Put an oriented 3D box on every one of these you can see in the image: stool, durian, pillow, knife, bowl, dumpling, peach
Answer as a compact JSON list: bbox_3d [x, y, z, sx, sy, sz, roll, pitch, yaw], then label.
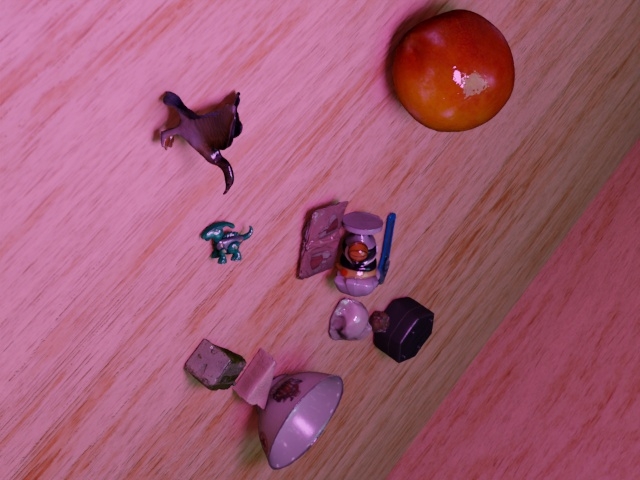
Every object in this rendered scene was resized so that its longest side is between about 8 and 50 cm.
[{"bbox_3d":[0.311,0.329,2.293,0.232,0.141,0.232,-33,140,-33],"label":"stool"},{"bbox_3d":[0.209,0.283,2.182,0.080,0.080,0.091,-35,147,-30],"label":"durian"},{"bbox_3d":[0.000,0.000,1.700,0.135,0.049,0.248,-24,139,-39],"label":"pillow"},{"bbox_3d":[0.214,0.036,2.029,0.044,0.026,0.296,-19,133,-28],"label":"knife"},{"bbox_3d":[-0.092,0.513,1.895,0.337,0.157,0.337,-40,148,-32],"label":"bowl"},{"bbox_3d":[0.094,0.272,2.020,0.150,0.092,0.176,-39,150,-3],"label":"dumpling"},{"bbox_3d":[0.328,-0.428,1.565,0.332,0.308,0.308,17,104,-42],"label":"peach"}]

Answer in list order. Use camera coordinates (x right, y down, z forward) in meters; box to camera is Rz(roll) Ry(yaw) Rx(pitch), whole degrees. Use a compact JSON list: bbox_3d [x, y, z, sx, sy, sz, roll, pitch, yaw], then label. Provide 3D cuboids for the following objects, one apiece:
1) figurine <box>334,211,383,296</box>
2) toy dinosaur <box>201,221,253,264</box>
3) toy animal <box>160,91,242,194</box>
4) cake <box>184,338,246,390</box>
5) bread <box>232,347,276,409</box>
[{"bbox_3d":[0.111,0.053,1.784,0.176,0.133,0.236,-64,161,-59],"label":"figurine"},{"bbox_3d":[-0.211,-0.003,1.419,0.132,0.059,0.096,-19,126,-33],"label":"toy dinosaur"},{"bbox_3d":[-0.215,-0.190,1.172,0.272,0.160,0.197,-76,174,-67],"label":"toy animal"},{"bbox_3d":[-0.270,0.331,1.640,0.100,0.099,0.235,-54,168,-7],"label":"cake"},{"bbox_3d":[-0.168,0.398,1.783,0.152,0.077,0.105,-53,143,-1],"label":"bread"}]
